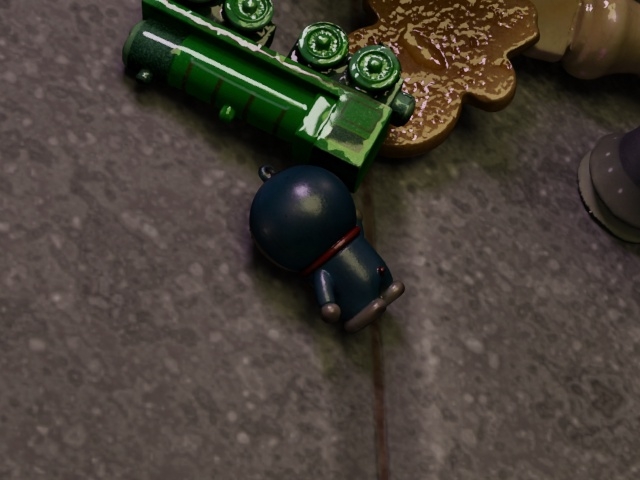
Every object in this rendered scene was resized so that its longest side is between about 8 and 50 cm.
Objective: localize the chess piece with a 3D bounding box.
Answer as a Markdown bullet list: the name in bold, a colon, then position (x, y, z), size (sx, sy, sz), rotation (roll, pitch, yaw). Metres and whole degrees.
- **chess piece**: position (0.352, -0.184, 1.470), size (0.397, 0.117, 0.117), rotation (10, 57, -16)

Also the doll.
- **doll**: position (0.000, 0.000, 1.217), size (0.152, 0.085, 0.114), rotation (50, 39, -3)

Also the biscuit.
- **biscuit**: position (0.090, -0.156, 1.350), size (0.166, 0.036, 0.225), rotation (39, 69, 10)

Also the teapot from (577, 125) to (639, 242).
- **teapot**: position (0.332, -0.104, 1.320), size (0.183, 0.251, 0.183), rotation (12, 55, -18)

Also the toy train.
- **toy train**: position (-0.046, -0.140, 1.268), size (0.251, 0.085, 0.119), rotation (26, 68, 7)
